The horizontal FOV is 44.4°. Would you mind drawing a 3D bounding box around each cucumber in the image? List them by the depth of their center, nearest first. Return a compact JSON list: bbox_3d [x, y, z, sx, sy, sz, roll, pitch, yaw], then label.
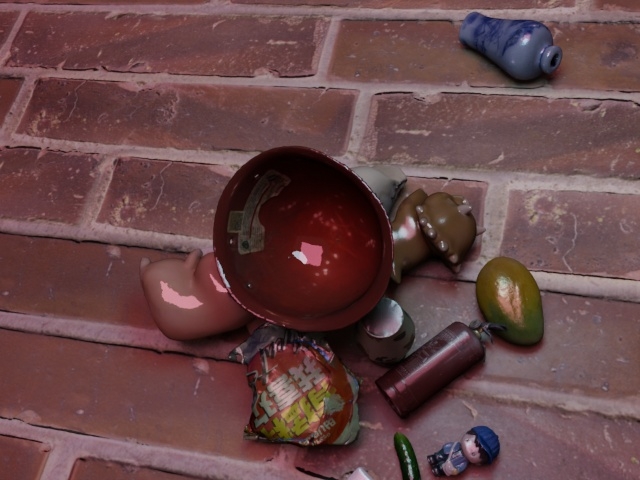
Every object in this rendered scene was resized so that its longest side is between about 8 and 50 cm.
[{"bbox_3d":[0.172,0.440,1.506,0.037,0.037,0.155,-15,59,4],"label":"cucumber"}]

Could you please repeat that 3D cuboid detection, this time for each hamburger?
[{"bbox_3d":[-0.037,0.286,1.594,0.260,0.150,0.276,-16,76,23],"label":"hamburger"}]

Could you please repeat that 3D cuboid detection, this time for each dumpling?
[{"bbox_3d":[0.056,-0.092,1.784,0.226,0.243,0.175,22,108,43],"label":"dumpling"}]

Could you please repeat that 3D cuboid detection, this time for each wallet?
[{"bbox_3d":[0.099,0.496,1.498,0.061,0.025,0.122,-46,62,-6],"label":"wallet"}]

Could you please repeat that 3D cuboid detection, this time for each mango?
[{"bbox_3d":[0.391,0.126,1.606,0.130,0.092,0.195,-26,68,-5],"label":"mango"}]

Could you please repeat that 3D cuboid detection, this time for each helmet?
[{"bbox_3d":[0.000,0.000,1.552,0.384,0.230,0.338,22,98,21],"label":"helmet"}]

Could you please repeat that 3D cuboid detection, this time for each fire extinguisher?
[{"bbox_3d":[0.244,0.241,1.563,0.269,0.105,0.105,-34,59,-8],"label":"fire extinguisher"}]

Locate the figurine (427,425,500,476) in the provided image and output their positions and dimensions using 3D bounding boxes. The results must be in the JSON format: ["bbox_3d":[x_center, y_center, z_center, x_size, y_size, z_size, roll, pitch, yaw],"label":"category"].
[{"bbox_3d":[0.277,0.406,1.492,0.136,0.079,0.077,-33,60,21],"label":"figurine"}]

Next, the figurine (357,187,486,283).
[{"bbox_3d":[0.225,0.005,1.657,0.247,0.177,0.173,-31,40,-18],"label":"figurine"}]

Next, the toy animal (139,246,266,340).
[{"bbox_3d":[-0.253,0.116,1.712,0.256,0.195,0.213,-16,51,7],"label":"toy animal"}]

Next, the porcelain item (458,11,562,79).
[{"bbox_3d":[0.460,-0.475,1.902,0.141,0.141,0.259,-46,51,-14],"label":"porcelain item"}]

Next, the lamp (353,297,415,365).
[{"bbox_3d":[0.127,0.187,1.550,0.121,0.215,0.121,-3,67,6],"label":"lamp"}]
